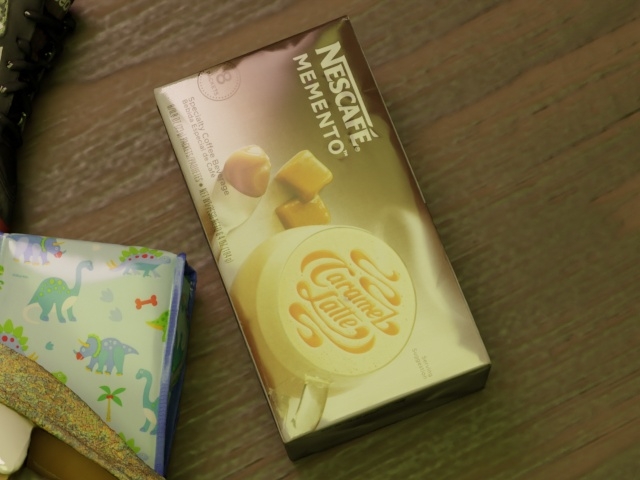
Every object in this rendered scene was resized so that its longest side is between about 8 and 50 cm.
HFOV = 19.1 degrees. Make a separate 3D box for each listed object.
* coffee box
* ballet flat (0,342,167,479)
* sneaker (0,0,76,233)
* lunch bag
[{"bbox_3d":[0.000,0.000,1.231,0.141,0.098,0.247,-20,76,-3],"label":"coffee box"},{"bbox_3d":[-0.162,0.161,1.138,0.348,0.123,0.123,36,80,-9],"label":"ballet flat"},{"bbox_3d":[-0.224,-0.125,1.272,0.135,0.097,0.276,-10,75,2],"label":"sneaker"},{"bbox_3d":[-0.152,0.079,1.219,0.128,0.096,0.151,6,79,4],"label":"lunch bag"}]
